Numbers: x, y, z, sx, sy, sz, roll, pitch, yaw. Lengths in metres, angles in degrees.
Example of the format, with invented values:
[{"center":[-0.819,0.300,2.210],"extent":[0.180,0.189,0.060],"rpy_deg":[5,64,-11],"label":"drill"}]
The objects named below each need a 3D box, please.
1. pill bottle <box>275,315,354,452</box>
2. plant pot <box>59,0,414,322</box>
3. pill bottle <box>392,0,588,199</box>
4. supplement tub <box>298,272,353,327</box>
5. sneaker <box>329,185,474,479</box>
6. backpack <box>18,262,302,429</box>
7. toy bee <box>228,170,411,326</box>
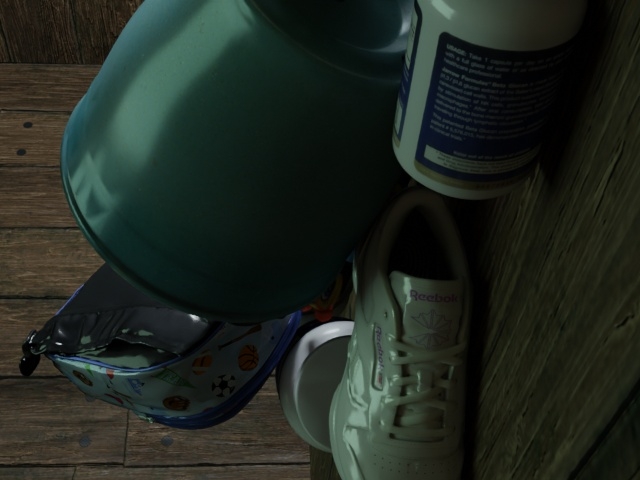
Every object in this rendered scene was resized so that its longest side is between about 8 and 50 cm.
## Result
[{"center":[0.025,0.170,1.022],"extent":[0.264,0.153,0.153],"rpy_deg":[150,120,-84],"label":"pill bottle"},{"center":[-0.036,-0.112,0.672],"extent":[0.255,0.271,0.272],"rpy_deg":[-48,36,47],"label":"plant pot"},{"center":[0.098,-0.113,0.494],"extent":[0.169,0.094,0.094],"rpy_deg":[96,173,-47],"label":"pill bottle"},{"center":[-0.034,-0.063,1.142],"extent":[0.235,0.235,0.325],"rpy_deg":[-96,12,-53],"label":"supplement tub"},{"center":[0.068,0.100,0.714],"extent":[0.152,0.114,0.305],"rpy_deg":[108,162,-77],"label":"sneaker"},{"center":[-0.158,0.096,0.991],"extent":[0.213,0.263,0.277],"rpy_deg":[50,-120,-32],"label":"backpack"},{"center":[0.000,0.000,0.906],"extent":[0.195,0.298,0.162],"rpy_deg":[49,160,31],"label":"toy bee"}]
